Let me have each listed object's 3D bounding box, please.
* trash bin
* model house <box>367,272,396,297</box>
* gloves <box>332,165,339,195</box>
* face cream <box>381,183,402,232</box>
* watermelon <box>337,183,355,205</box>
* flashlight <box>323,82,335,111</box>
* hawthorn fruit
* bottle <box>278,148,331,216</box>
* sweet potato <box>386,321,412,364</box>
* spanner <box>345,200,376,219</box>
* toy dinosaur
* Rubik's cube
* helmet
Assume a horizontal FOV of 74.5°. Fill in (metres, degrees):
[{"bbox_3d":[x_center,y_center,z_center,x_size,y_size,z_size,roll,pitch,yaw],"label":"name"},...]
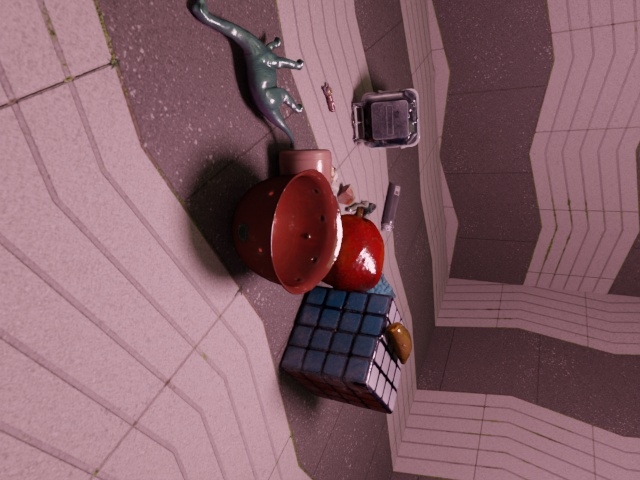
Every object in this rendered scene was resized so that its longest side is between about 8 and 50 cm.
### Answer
[{"bbox_3d":[0.316,-0.574,1.979,0.368,0.295,0.256,-56,141,-66],"label":"trash bin"},{"bbox_3d":[0.190,0.216,1.927,0.226,0.241,0.261,56,2,22],"label":"model house"},{"bbox_3d":[0.033,-0.234,1.636,0.153,0.070,0.115,40,50,-65],"label":"gloves"},{"bbox_3d":[0.393,-0.178,2.334,0.073,0.073,0.284,45,54,-56],"label":"face cream"},{"bbox_3d":[0.109,-0.200,1.802,0.072,0.084,0.092,6,49,-42],"label":"watermelon"},{"bbox_3d":[0.038,-0.554,1.641,0.052,0.031,0.111,-60,143,-41],"label":"flashlight"},{"bbox_3d":[0.101,0.029,1.508,0.265,0.264,0.308,-8,109,-62],"label":"hawthorn fruit"},{"bbox_3d":[-0.046,-0.152,1.401,0.206,0.172,0.298,-115,-159,-76],"label":"bottle"},{"bbox_3d":[0.286,0.361,1.462,0.077,0.077,0.244,-64,143,-36],"label":"sweet potato"},{"bbox_3d":[0.199,-0.140,2.001,0.324,0.040,0.096,-24,115,-58],"label":"spanner"},{"bbox_3d":[-0.196,-0.435,1.163,0.330,0.129,0.384,-23,116,-48],"label":"toy dinosaur"},{"bbox_3d":[0.107,0.403,1.574,0.344,0.343,0.338,60,41,-48],"label":"Rubik's cube"},{"bbox_3d":[-0.116,-0.033,1.200,0.384,0.229,0.338,8,90,-64],"label":"helmet"}]
